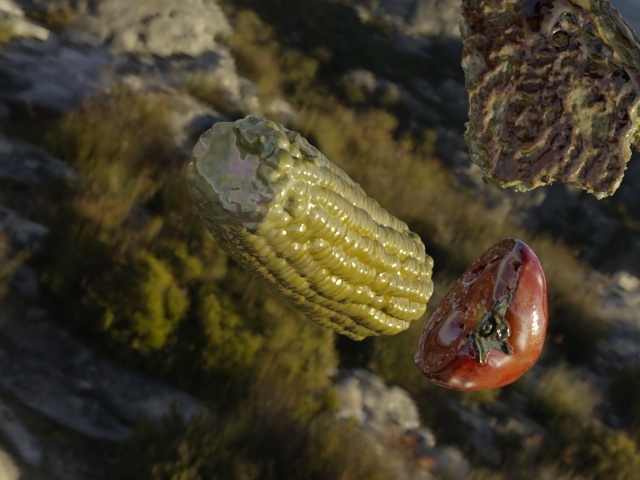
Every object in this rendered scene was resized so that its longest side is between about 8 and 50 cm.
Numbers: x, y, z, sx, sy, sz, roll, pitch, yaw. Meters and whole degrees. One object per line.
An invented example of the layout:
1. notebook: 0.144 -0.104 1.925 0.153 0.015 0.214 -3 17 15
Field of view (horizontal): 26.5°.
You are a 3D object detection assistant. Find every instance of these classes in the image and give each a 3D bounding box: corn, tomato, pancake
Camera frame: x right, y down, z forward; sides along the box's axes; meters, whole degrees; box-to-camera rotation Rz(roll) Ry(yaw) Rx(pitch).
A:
1. corn: 0.000 0.000 0.785 0.086 0.086 0.288 35 -2 24
2. tomato: 0.171 0.082 1.295 0.091 0.159 0.139 34 4 -14
3. pancake: 0.230 -0.163 1.293 0.212 0.257 0.056 -6 -4 -10
